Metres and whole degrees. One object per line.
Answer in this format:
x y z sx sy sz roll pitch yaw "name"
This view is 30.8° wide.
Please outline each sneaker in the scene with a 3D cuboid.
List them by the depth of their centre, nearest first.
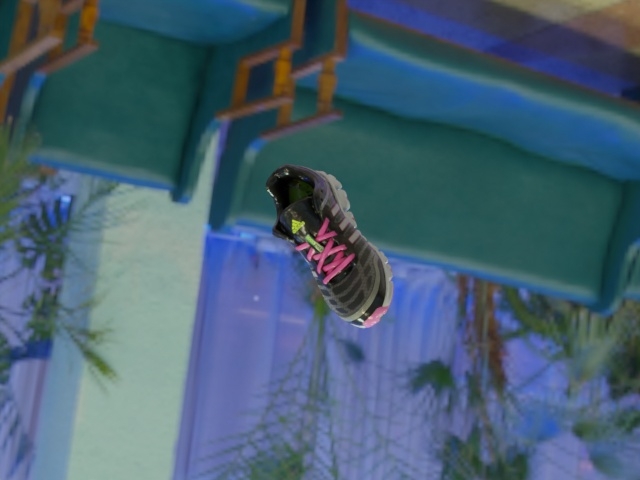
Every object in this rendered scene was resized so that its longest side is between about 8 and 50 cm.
0.000 0.000 0.951 0.063 0.170 0.075 -42 141 22 "sneaker"
